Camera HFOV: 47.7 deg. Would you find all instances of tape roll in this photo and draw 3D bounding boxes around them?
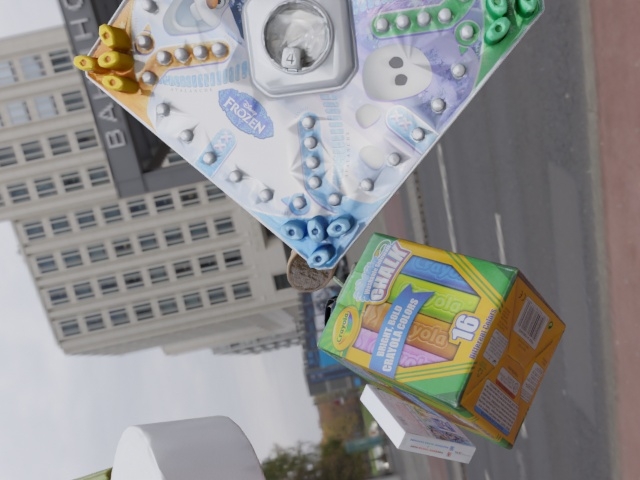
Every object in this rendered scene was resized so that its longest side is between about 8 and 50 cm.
[{"bbox_3d":[-0.135,0.324,0.725,0.286,0.100,0.286,2,93,62],"label":"tape roll"}]

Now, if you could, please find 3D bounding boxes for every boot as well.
[{"bbox_3d":[0.071,0.166,2.074,0.082,0.106,0.219,179,94,-66],"label":"boot"}]

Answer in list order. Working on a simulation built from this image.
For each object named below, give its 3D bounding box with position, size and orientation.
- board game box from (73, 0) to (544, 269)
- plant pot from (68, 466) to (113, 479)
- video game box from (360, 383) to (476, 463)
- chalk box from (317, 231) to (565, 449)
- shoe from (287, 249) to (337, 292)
[{"bbox_3d":[-0.027,-0.226,0.800,0.390,0.390,0.050,40,-166,4],"label":"board game box"},{"bbox_3d":[-0.585,0.698,1.807,0.276,0.253,0.276,63,-173,-14],"label":"plant pot"},{"bbox_3d":[0.207,0.394,1.566,0.048,0.187,0.205,-69,24,10],"label":"video game box"},{"bbox_3d":[0.130,0.116,0.948,0.180,0.289,0.179,40,-108,-43],"label":"chalk box"},{"bbox_3d":[0.000,0.000,1.136,0.058,0.076,0.219,-71,1,-45],"label":"shoe"}]
